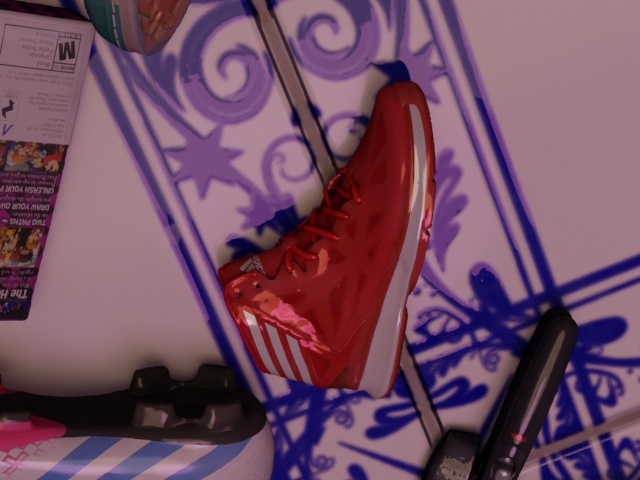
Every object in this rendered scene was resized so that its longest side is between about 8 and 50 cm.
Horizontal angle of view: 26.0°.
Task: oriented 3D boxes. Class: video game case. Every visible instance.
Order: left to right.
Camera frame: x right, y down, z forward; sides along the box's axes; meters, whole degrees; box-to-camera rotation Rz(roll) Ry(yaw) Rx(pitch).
[{"bbox_3d":[-0.263,-0.050,0.836,0.232,0.042,0.210,1,112,-42],"label":"video game case"}]

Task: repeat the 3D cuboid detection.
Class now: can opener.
[{"bbox_3d":[0.134,0.133,0.979,0.073,0.059,0.186,24,105,-11],"label":"can opener"}]

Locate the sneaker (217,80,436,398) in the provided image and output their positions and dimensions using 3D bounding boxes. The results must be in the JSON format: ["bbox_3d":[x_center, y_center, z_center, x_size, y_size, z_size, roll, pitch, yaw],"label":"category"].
[{"bbox_3d":[0.000,0.000,0.913,0.128,0.087,0.221,5,106,-7],"label":"sneaker"}]

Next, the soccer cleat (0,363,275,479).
[{"bbox_3d":[-0.196,0.163,0.933,0.331,0.116,0.143,2,107,-5],"label":"soccer cleat"}]

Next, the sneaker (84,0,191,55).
[{"bbox_3d":[-0.141,-0.260,0.817,0.121,0.108,0.302,10,119,22],"label":"sneaker"}]
